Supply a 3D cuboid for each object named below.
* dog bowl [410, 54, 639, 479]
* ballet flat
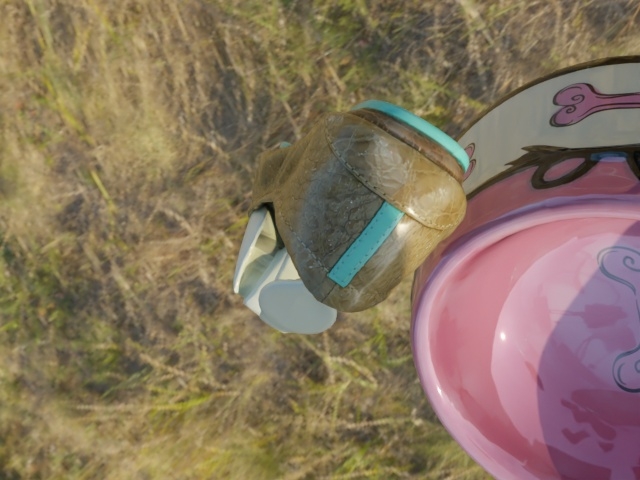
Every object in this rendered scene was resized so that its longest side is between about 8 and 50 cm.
[{"bbox_3d":[0.251,0.071,0.755,0.408,0.150,0.408,15,130,18],"label":"dog bowl"},{"bbox_3d":[0.000,0.000,0.607,0.116,0.342,0.124,32,85,-8],"label":"ballet flat"}]
